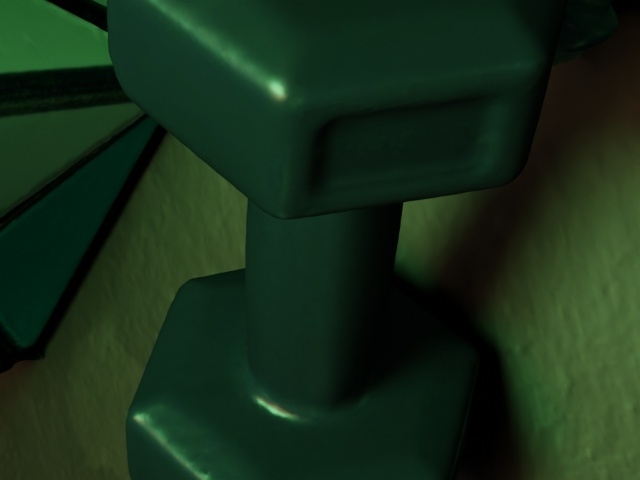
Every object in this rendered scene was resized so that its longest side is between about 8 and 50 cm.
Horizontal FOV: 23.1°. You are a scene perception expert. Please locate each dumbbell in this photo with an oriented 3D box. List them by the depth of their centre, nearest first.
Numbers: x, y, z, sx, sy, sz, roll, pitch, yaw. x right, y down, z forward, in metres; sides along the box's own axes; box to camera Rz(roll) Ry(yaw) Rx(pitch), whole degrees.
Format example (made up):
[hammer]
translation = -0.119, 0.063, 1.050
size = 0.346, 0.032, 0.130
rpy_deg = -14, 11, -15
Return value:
[dumbbell]
translation = 0.000, 0.000, 0.597
size = 0.160, 0.144, 0.325
rpy_deg = 37, 146, 25

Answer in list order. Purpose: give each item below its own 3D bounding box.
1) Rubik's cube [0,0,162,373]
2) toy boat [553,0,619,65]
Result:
[Rubik's cube]
translation = -0.258, -0.069, 0.789
size = 0.250, 0.246, 0.248
rpy_deg = 50, 126, 19
[toy boat]
translation = 0.026, -0.131, 0.651
size = 0.215, 0.088, 0.102
rpy_deg = 50, 129, 18
